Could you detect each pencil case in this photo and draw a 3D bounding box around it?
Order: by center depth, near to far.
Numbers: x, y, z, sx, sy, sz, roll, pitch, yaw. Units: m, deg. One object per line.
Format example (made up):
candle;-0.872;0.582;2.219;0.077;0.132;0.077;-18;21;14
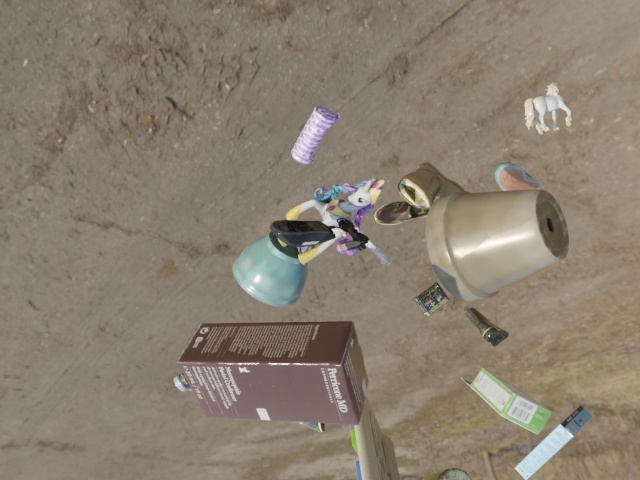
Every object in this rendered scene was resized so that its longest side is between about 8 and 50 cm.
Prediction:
pencil case;-0.021;-0.343;1.686;0.088;0.086;0.206;17;132;-20

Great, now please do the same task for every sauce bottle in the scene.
sauce bottle;0.358;0.788;1.597;0.112;0.111;0.344;1;150;-15

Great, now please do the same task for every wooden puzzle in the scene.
wooden puzzle;0.149;0.634;1.414;0.081;0.322;0.347;-18;133;10

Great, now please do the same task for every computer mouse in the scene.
computer mouse;0.000;0.000;1.401;0.262;0.184;0.060;-4;116;-28

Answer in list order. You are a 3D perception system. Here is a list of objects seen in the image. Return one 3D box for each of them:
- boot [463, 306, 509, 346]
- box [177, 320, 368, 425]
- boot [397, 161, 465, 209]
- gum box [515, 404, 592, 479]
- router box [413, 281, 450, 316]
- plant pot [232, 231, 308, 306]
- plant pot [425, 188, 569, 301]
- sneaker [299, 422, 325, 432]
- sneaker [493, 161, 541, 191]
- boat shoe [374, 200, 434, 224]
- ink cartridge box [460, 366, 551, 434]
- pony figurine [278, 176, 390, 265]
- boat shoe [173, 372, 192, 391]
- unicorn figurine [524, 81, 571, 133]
boot;0.606;0.308;1.867;0.077;0.137;0.198;-43;145;7
box;-0.101;0.295;1.147;0.382;0.143;0.191;-5;121;17
boot;0.388;-0.156;1.753;0.236;0.269;0.089;39;121;5
gum box;0.596;0.515;1.304;0.157;0.041;0.184;-5;132;-47
router box;0.459;0.242;2.106;0.123;0.092;0.038;-32;174;-22
plant pot;-0.164;0.085;1.972;0.293;0.293;0.196;16;121;-31
plant pot;0.498;-0.008;1.393;0.323;0.322;0.281;23;152;-37
sneaker;-0.042;0.668;1.923;0.086;0.064;0.192;-7;139;11
sneaker;0.728;-0.243;1.963;0.302;0.121;0.108;15;115;-45
boat shoe;0.351;-0.124;2.099;0.258;0.095;0.095;-13;-179;0
ink cartridge box;0.437;0.368;1.225;0.109;0.209;0.062;29;92;-12
pony figurine;0.071;-0.054;1.673;0.364;0.302;0.351;-25;152;8
boat shoe;-0.385;0.424;1.576;0.066;0.066;0.183;-35;171;0
unicorn figurine;0.513;-0.300;1.145;0.162;0.111;0.060;-15;177;-41
